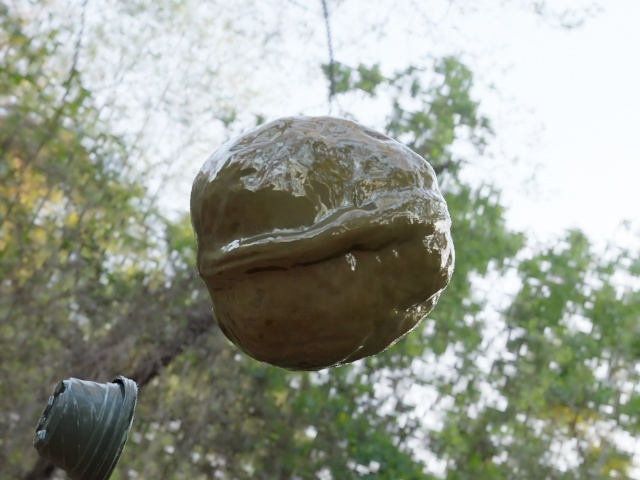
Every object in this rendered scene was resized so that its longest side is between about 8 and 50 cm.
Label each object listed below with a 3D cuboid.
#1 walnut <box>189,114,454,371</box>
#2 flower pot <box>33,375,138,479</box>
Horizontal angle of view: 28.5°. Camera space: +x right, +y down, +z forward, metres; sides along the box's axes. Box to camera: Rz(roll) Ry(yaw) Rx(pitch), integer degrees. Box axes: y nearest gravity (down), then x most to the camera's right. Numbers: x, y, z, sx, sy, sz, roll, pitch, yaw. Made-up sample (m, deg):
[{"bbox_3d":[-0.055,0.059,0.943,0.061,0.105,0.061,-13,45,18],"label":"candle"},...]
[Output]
[{"bbox_3d":[0.000,0.000,1.761,0.381,0.381,0.381,17,-29,10],"label":"walnut"},{"bbox_3d":[-0.439,0.342,2.320,0.140,0.235,0.235,26,-28,-18],"label":"flower pot"}]
